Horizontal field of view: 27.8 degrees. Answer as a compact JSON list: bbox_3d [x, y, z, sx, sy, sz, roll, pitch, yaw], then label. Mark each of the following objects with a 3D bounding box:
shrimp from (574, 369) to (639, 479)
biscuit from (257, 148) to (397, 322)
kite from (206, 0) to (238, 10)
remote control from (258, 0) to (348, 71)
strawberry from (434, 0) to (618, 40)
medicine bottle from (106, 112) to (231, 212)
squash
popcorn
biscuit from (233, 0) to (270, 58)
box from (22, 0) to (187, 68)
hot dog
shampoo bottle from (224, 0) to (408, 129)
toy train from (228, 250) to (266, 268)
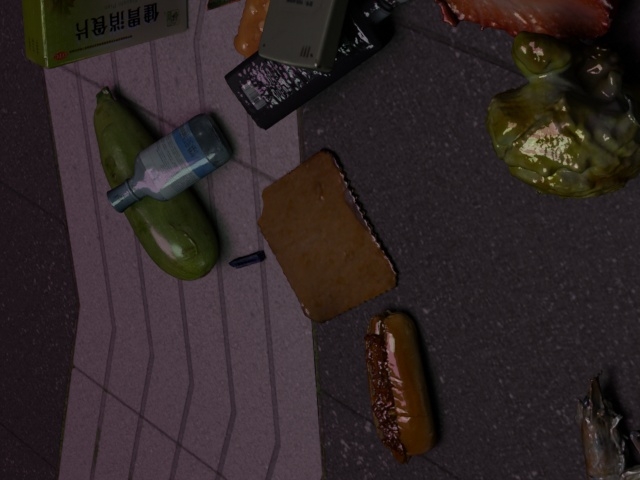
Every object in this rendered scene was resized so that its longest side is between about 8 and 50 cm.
[{"bbox_3d":[0.392,0.271,1.664,0.126,0.047,0.223,-1,115,40],"label":"shrimp"},{"bbox_3d":[0.000,0.000,1.961,0.237,0.013,0.232,-30,88,49],"label":"biscuit"},{"bbox_3d":[-0.124,-0.413,1.876,0.183,0.014,0.241,46,138,21],"label":"kite"},{"bbox_3d":[0.001,-0.363,1.669,0.123,0.038,0.285,17,95,43],"label":"remote control"},{"bbox_3d":[0.222,-0.325,1.492,0.286,0.106,0.188,25,151,20],"label":"strawberry"},{"bbox_3d":[-0.244,-0.114,2.049,0.208,0.054,0.090,-32,85,13],"label":"medicine bottle"},{"bbox_3d":[-0.290,-0.094,2.143,0.370,0.118,0.118,58,140,10],"label":"squash"},{"bbox_3d":[0.279,-0.146,1.452,0.198,0.198,0.212,3,117,46],"label":"popcorn"},{"bbox_3d":[-0.040,-0.328,1.807,0.160,0.030,0.249,40,135,19],"label":"biscuit"},{"bbox_3d":[-0.316,-0.371,1.910,0.062,0.260,0.175,29,128,38],"label":"box"},{"bbox_3d":[0.112,0.224,1.912,0.102,0.076,0.249,6,113,41],"label":"hot dog"},{"bbox_3d":[0.006,-0.264,1.739,0.309,0.071,0.098,-31,98,38],"label":"shampoo bottle"},{"bbox_3d":[-0.120,0.033,2.103,0.083,0.017,0.017,-17,105,49],"label":"toy train"}]
